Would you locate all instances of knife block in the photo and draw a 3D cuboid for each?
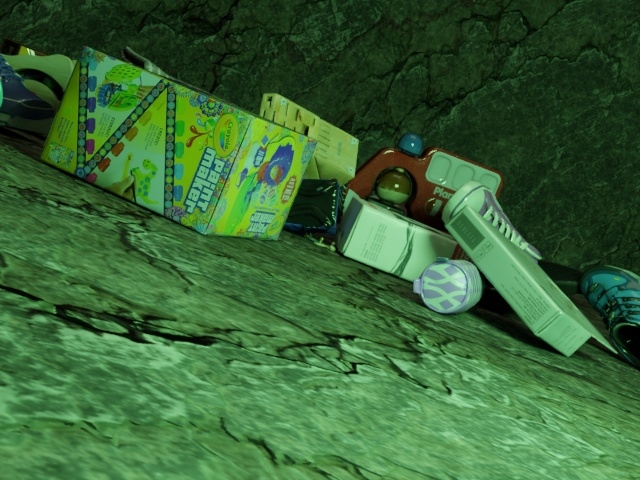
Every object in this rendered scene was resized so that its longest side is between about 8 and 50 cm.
[{"bbox_3d":[-0.055,-0.131,2.006,0.275,0.088,0.242,26,-37,-28],"label":"knife block"}]

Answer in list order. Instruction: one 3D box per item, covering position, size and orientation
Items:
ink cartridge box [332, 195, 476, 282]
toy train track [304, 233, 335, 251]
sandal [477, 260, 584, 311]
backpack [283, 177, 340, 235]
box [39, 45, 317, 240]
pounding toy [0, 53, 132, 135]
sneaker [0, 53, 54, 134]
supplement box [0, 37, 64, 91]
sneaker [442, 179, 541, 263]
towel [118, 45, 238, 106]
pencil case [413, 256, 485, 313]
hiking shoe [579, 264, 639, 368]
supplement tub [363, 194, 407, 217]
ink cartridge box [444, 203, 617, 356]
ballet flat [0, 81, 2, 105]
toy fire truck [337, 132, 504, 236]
[{"bbox_3d":[0.154,0.012,1.972,0.237,0.100,0.172,22,5,-8],"label":"ink cartridge box"},{"bbox_3d":[0.000,0.000,1.946,0.048,0.014,0.083,18,6,-41],"label":"toy train track"},{"bbox_3d":[0.408,0.107,2.178,0.167,0.107,0.445,27,20,39],"label":"sandal"},{"bbox_3d":[-0.029,-0.056,1.943,0.120,0.098,0.101,5,-17,2],"label":"backpack"},{"bbox_3d":[-0.198,-0.133,1.599,0.279,0.177,0.290,24,6,16],"label":"box"},{"bbox_3d":[-0.455,-0.239,1.897,0.269,0.154,0.155,4,1,12],"label":"pounding toy"},{"bbox_3d":[-0.562,-0.298,1.749,0.315,0.182,0.127,24,7,25],"label":"sneaker"},{"bbox_3d":[-0.552,-0.306,2.183,0.191,0.129,0.194,19,5,-29],"label":"supplement box"},{"bbox_3d":[0.331,-0.010,1.993,0.161,0.102,0.282,43,5,30],"label":"sneaker"},{"bbox_3d":[-0.307,-0.285,2.198,0.235,0.121,0.283,23,6,-29],"label":"towel"},{"bbox_3d":[0.205,0.072,1.701,0.088,0.086,0.206,-6,-4,16],"label":"pencil case"},{"bbox_3d":[0.587,0.144,2.044,0.132,0.113,0.304,9,30,-41],"label":"hiking shoe"},{"bbox_3d":[0.149,-0.038,2.393,0.117,0.117,0.190,23,5,17],"label":"supplement tub"},{"bbox_3d":[0.350,0.082,1.804,0.239,0.060,0.275,33,16,-49],"label":"ink cartridge box"},{"bbox_3d":[-0.556,-0.219,1.455,0.124,0.116,0.342,-10,26,-41],"label":"ballet flat"},{"bbox_3d":[0.192,-0.074,2.173,0.302,0.254,0.169,21,5,-13],"label":"toy fire truck"}]
